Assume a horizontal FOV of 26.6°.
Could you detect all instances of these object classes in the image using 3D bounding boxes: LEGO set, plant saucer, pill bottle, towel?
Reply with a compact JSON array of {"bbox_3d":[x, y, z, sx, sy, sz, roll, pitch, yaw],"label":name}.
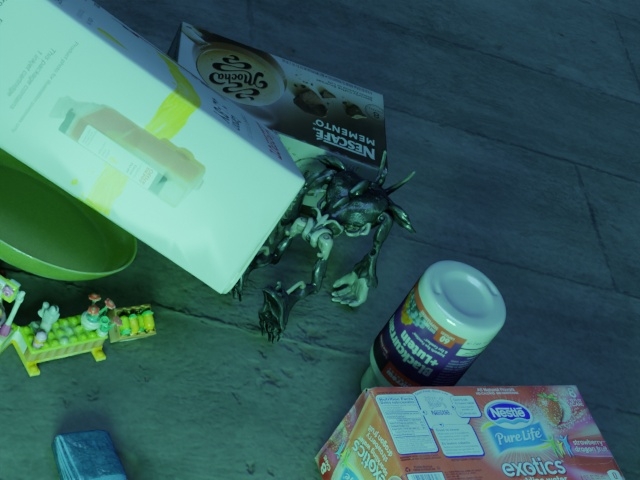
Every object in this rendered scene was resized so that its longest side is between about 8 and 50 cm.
[{"bbox_3d":[-0.299,0.059,1.416,0.287,0.107,0.132,19,41,-16],"label":"LEGO set"},{"bbox_3d":[-0.309,-0.032,1.441,0.241,0.037,0.241,31,22,-14],"label":"plant saucer"},{"bbox_3d":[0.123,0.122,1.565,0.108,0.193,0.108,18,42,-17],"label":"pill bottle"},{"bbox_3d":[-0.221,0.242,1.343,0.067,0.029,0.119,-2,50,-36],"label":"towel"}]

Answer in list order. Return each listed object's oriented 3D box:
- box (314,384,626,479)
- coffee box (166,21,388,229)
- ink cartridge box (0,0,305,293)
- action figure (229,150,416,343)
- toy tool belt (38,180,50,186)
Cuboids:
[{"bbox_3d":[0.167,0.258,1.495,0.300,0.142,0.154,3,48,-32],"label":"box"},{"bbox_3d":[-0.068,-0.148,1.773,0.297,0.119,0.168,19,40,-16],"label":"coffee box"},{"bbox_3d":[-0.223,-0.137,1.499,0.384,0.160,0.279,35,7,-14],"label":"ink cartridge box"},{"bbox_3d":[0.000,0.000,1.657,0.164,0.141,0.275,43,56,15],"label":"action figure"},{"bbox_3d":[-0.350,-0.047,1.545,0.051,0.052,0.083,19,25,34],"label":"toy tool belt"}]
